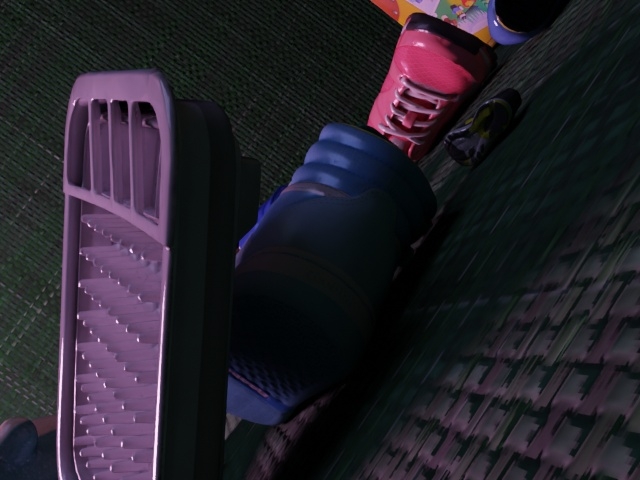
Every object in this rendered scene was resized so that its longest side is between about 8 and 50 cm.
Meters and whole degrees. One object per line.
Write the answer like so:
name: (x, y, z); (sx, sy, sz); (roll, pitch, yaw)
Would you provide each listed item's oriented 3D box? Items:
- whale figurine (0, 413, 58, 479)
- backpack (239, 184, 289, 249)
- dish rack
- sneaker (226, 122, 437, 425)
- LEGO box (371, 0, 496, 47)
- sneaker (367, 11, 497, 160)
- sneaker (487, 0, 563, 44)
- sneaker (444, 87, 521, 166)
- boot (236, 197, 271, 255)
whale figurine: (-0.314, 0.277, 1.034); (0.272, 0.141, 0.216); (-34, -29, -40)
backpack: (-0.004, 0.001, 0.842); (0.101, 0.120, 0.098); (-54, 2, 19)
dish rack: (-0.116, 0.057, 0.626); (0.285, 0.072, 0.332); (18, 105, 62)
sneaker: (-0.014, 0.024, 0.738); (0.208, 0.127, 0.319); (-58, 13, -28)
LEGO box: (0.290, -0.490, 1.147); (0.372, 0.193, 0.500); (-55, 3, -19)
sneaker: (0.120, -0.155, 1.116); (0.314, 0.116, 0.136); (105, -170, -77)
sneaker: (0.228, -0.279, 0.897); (0.209, 0.069, 0.082); (-54, -1, 2)
sneaker: (0.124, -0.084, 0.700); (0.035, 0.031, 0.083); (-40, -1, -31)
boot: (-0.111, 0.079, 1.279); (0.248, 0.090, 0.207); (-48, -34, -28)
